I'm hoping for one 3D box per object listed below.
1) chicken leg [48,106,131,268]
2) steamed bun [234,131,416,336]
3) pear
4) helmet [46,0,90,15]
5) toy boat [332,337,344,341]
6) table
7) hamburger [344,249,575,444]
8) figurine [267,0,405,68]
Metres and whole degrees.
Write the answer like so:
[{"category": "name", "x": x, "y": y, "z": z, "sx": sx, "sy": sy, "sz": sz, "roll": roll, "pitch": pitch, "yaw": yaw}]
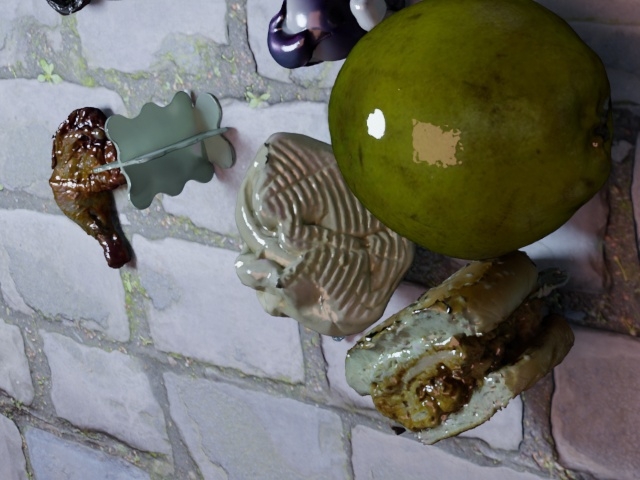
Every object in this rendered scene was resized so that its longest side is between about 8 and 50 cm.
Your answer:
[{"category": "chicken leg", "x": -0.423, "y": -0.103, "z": 2.465, "sx": 0.177, "sy": 0.083, "sz": 0.322, "roll": 21, "pitch": 122, "yaw": 17}, {"category": "steamed bun", "x": 0.000, "y": 0.000, "z": 1.998, "sx": 0.206, "sy": 0.275, "sz": 0.319, "roll": 121, "pitch": 147, "yaw": -72}, {"category": "pear", "x": 0.185, "y": -0.148, "z": 1.694, "sx": 0.413, "sy": 0.352, "sz": 0.351, "roll": 7, "pitch": 115, "yaw": 50}, {"category": "helmet", "x": -0.436, "y": -0.459, "z": 2.303, "sx": 0.098, "sy": 0.070, "sz": 0.123, "roll": 37, "pitch": 124, "yaw": 17}, {"category": "toy boat", "x": 0.040, "y": 0.142, "z": 2.171, "sx": 0.038, "sy": 0.038, "sz": 0.083, "roll": 54, "pitch": 137, "yaw": 9}, {"category": "table", "x": -0.268, "y": -0.152, "z": 2.200, "sx": 0.167, "sy": 0.198, "sz": 0.166, "roll": 20, "pitch": 122, "yaw": 35}, {"category": "hamburger", "x": 0.211, "y": 0.145, "z": 1.839, "sx": 0.195, "sy": 0.277, "sz": 0.318, "roll": 55, "pitch": 136, "yaw": 2}, {"category": "figurine", "x": 0.019, "y": -0.317, "z": 1.899, "sx": 0.222, "sy": 0.145, "sz": 0.145, "roll": -12, "pitch": 101, "yaw": 44}]
